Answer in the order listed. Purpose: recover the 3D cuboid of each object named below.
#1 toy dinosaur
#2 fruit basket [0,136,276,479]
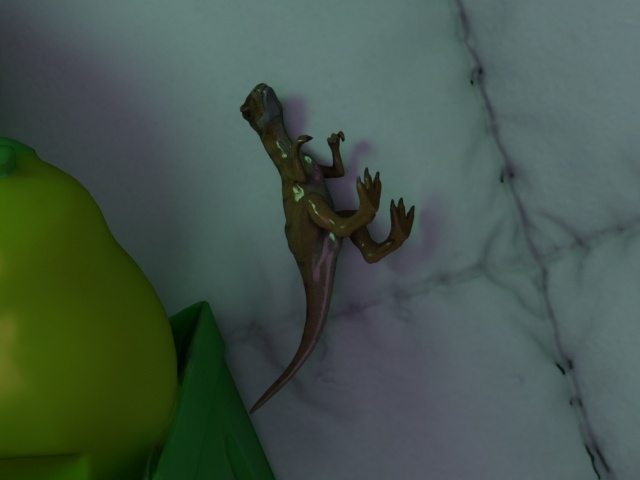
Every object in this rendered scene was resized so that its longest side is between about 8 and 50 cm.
[{"bbox_3d":[0.000,0.000,1.133,0.112,0.064,0.212,-12,84,32],"label":"toy dinosaur"},{"bbox_3d":[-0.177,0.138,1.012,0.283,0.392,0.392,-32,88,15],"label":"fruit basket"}]
